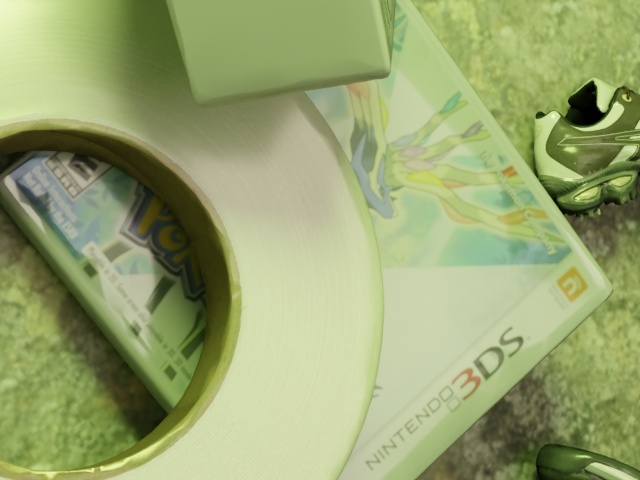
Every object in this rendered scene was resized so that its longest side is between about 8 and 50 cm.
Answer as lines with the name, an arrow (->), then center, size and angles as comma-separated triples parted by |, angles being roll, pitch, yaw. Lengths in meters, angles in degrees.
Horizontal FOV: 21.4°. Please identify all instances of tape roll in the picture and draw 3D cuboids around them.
tape roll -> -0.156, 0.037, 0.983 | 0.392, 0.072, 0.392 | 3, 82, -17

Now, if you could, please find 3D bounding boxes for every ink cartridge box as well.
ink cartridge box -> -0.025, -0.231, 0.964 | 0.273, 0.114, 0.197 | -85, 164, -56

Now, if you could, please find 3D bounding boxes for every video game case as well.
video game case -> 0.000, 0.000, 1.114 | 0.300, 0.036, 0.329 | -41, 102, -18

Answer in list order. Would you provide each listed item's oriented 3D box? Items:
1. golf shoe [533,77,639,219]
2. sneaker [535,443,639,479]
golf shoe -> 0.245, -0.088, 1.309 | 0.198, 0.077, 0.093 | -24, 101, -33
sneaker -> 0.231, 0.254, 1.284 | 0.229, 0.086, 0.132 | 35, 72, -28
